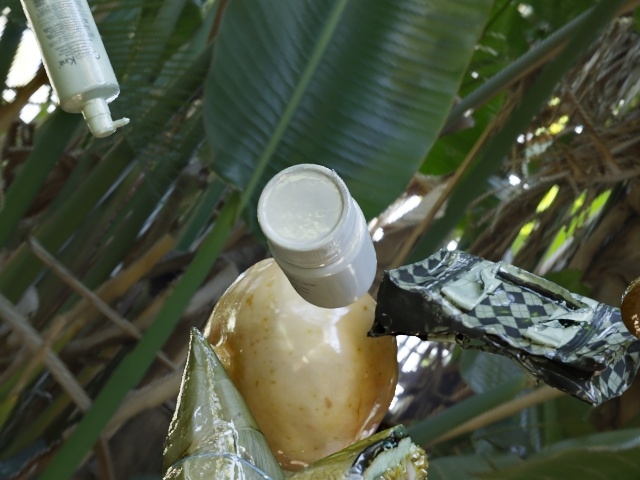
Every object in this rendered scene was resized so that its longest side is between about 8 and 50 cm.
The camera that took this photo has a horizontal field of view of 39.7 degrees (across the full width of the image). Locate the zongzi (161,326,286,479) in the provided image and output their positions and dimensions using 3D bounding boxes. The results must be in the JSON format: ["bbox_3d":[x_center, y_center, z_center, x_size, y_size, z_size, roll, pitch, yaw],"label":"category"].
[{"bbox_3d":[-0.103,0.334,1.238,0.159,0.361,0.323,-22,-43,20],"label":"zongzi"}]

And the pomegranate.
[{"bbox_3d":[-0.058,0.231,1.645,0.411,0.411,0.412,29,-26,16],"label":"pomegranate"}]

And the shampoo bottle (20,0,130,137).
[{"bbox_3d":[-0.339,-0.262,1.206,0.263,0.085,0.085,68,-25,7],"label":"shampoo bottle"}]

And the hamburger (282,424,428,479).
[{"bbox_3d":[0.037,0.336,1.050,0.168,0.192,0.288,64,21,11],"label":"hamburger"}]

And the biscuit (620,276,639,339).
[{"bbox_3d":[0.560,0.088,1.309,0.236,0.039,0.180,-30,-71,37],"label":"biscuit"}]

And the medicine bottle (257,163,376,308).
[{"bbox_3d":[0.000,0.000,1.253,0.144,0.145,0.252,29,-12,16],"label":"medicine bottle"}]

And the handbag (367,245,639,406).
[{"bbox_3d":[0.322,0.145,1.502,0.415,0.180,0.316,20,13,25],"label":"handbag"}]
